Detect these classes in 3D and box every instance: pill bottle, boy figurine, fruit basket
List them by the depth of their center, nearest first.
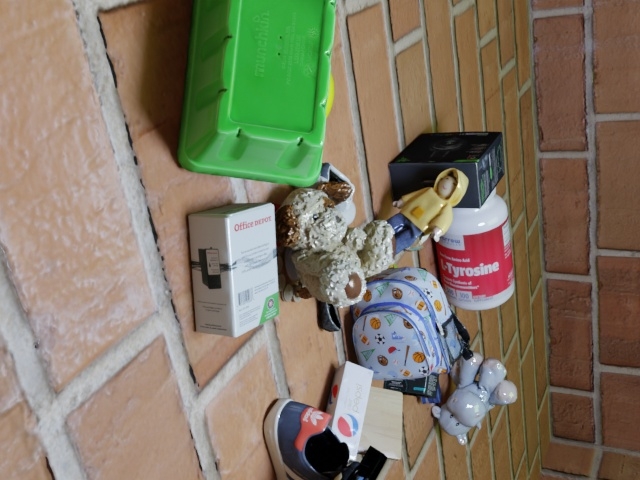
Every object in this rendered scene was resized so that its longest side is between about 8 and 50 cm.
[{"bbox_3d":[-0.091,-0.278,1.306,0.392,0.282,0.392,-174,-90,-75],"label":"fruit basket"},{"bbox_3d":[0.257,-0.066,1.897,0.285,0.177,0.092,-38,136,1],"label":"boy figurine"},{"bbox_3d":[0.466,-0.008,2.352,0.229,0.229,0.408,-51,135,-49],"label":"pill bottle"}]

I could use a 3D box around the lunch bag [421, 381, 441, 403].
[{"bbox_3d":[0.324,0.445,2.300,0.067,0.065,0.098,-69,150,-61],"label":"lunch bag"}]

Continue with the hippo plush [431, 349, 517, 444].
[{"bbox_3d":[0.455,0.507,2.470,0.236,0.234,0.294,-25,158,-41],"label":"hippo plush"}]

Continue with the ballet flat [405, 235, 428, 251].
[{"bbox_3d":[0.290,-0.053,2.181,0.073,0.067,0.206,55,45,-48],"label":"ballet flat"}]

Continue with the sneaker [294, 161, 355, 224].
[{"bbox_3d":[0.031,-0.092,1.652,0.258,0.091,0.094,35,62,-58],"label":"sneaker"}]

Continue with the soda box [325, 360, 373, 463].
[{"bbox_3d":[0.056,0.389,1.723,0.069,0.074,0.216,132,-24,-57],"label":"soda box"}]

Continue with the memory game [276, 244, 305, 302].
[{"bbox_3d":[-0.053,0.038,1.589,0.186,0.012,0.186,-11,103,-61],"label":"memory game"}]

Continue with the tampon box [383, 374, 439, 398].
[{"bbox_3d":[0.257,0.341,2.096,0.101,0.120,0.161,35,62,-58],"label":"tampon box"}]

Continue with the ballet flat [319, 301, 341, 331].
[{"bbox_3d":[0.020,0.119,1.696,0.057,0.049,0.173,-35,123,-59],"label":"ballet flat"}]

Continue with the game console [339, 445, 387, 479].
[{"bbox_3d":[0.059,0.522,1.577,0.213,0.044,0.361,-58,162,-11],"label":"game console"}]

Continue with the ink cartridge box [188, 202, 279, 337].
[{"bbox_3d":[-0.147,0.045,1.327,0.153,0.086,0.208,-20,111,-60],"label":"ink cartridge box"}]

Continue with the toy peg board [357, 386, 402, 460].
[{"bbox_3d":[0.104,0.434,1.813,0.161,0.079,0.161,15,60,-18],"label":"toy peg board"}]

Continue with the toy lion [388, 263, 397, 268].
[{"bbox_3d":[0.184,0.082,2.035,0.100,0.034,0.096,8,77,-63],"label":"toy lion"}]

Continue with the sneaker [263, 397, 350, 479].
[{"bbox_3d":[-0.003,0.480,1.580,0.131,0.148,0.350,-56,140,-45],"label":"sneaker"}]

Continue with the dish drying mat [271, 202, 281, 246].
[{"bbox_3d":[-0.087,-0.031,1.507,0.032,0.008,0.083,18,70,-53],"label":"dish drying mat"}]

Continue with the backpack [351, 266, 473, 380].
[{"bbox_3d":[0.192,0.202,1.843,0.213,0.276,0.263,-25,102,-61],"label":"backpack"}]

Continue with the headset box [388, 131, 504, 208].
[{"bbox_3d":[0.345,-0.191,2.085,0.283,0.246,0.131,-43,130,-52],"label":"headset box"}]

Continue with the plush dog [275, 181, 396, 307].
[{"bbox_3d":[0.000,0.000,1.513,0.262,0.210,0.225,-40,109,-51],"label":"plush dog"}]
